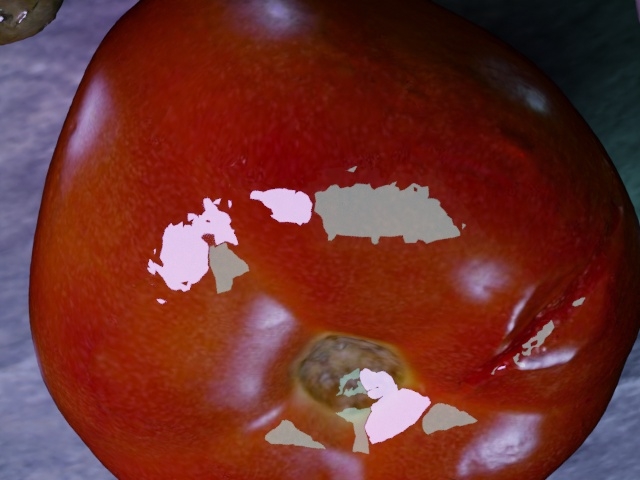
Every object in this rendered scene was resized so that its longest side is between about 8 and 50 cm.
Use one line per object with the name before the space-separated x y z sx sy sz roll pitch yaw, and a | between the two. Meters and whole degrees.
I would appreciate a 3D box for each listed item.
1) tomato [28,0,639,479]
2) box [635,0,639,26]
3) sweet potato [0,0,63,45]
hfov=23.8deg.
tomato | 0.000 0.000 0.713 0.298 0.226 0.298 -3 133 -3
box | 0.249 -0.085 0.624 0.225 0.190 0.297 -10 99 14
sweet potato | -0.143 -0.206 0.639 0.075 0.075 0.273 -4 124 -5
